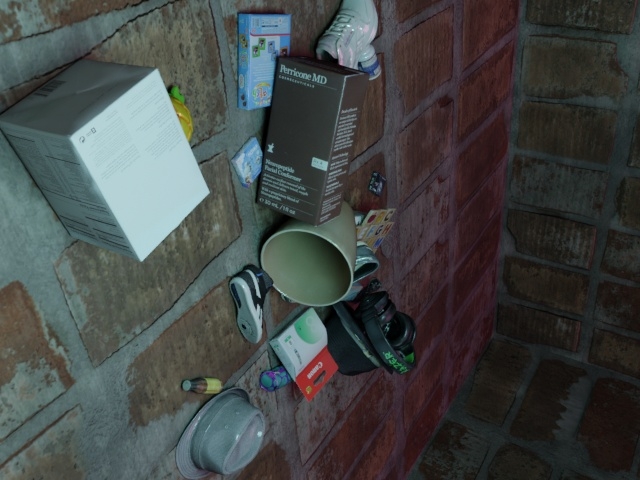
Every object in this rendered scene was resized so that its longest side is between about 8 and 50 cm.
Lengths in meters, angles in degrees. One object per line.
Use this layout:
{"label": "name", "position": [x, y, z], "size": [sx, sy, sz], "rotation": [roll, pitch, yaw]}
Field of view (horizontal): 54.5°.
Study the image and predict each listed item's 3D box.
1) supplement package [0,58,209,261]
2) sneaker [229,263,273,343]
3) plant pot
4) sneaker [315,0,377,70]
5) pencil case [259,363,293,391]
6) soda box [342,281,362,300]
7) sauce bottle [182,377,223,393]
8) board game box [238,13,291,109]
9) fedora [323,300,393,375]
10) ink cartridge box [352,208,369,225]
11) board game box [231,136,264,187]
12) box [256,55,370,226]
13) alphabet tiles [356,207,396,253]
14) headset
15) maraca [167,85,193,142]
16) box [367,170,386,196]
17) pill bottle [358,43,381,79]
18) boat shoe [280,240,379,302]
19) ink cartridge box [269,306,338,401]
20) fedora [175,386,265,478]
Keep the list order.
{"label": "supplement package", "position": [-0.363, -0.141, 1.075], "size": [0.199, 0.198, 0.263], "rotation": [-52, 143, -33]}
{"label": "sneaker", "position": [-0.166, 0.164, 1.666], "size": [0.121, 0.079, 0.217], "rotation": [-41, 135, -41]}
{"label": "plant pot", "position": [0.000, 0.000, 1.740], "size": [0.274, 0.256, 0.257], "rotation": [-63, 153, -51]}
{"label": "sneaker", "position": [0.066, -0.544, 1.678], "size": [0.152, 0.114, 0.305], "rotation": [9, 96, -61]}
{"label": "pencil case", "position": [-0.115, 0.406, 1.882], "size": [0.151, 0.064, 0.070], "rotation": [-15, 141, -57]}
{"label": "soda box", "position": [0.069, 0.156, 2.022], "size": [0.063, 0.058, 0.183], "rotation": [-55, 156, 12]}
{"label": "sauce bottle", "position": [-0.300, 0.369, 1.580], "size": [0.128, 0.042, 0.042], "rotation": [29, 78, -60]}
{"label": "board game box", "position": [-0.132, -0.428, 1.480], "size": [0.160, 0.039, 0.212], "rotation": [-27, 126, -52]}
{"label": "fedora", "position": [0.096, 0.347, 2.071], "size": [0.152, 0.334, 0.334], "rotation": [-37, 146, 4]}
{"label": "ink cartridge box", "position": [0.089, -0.063, 1.963], "size": [0.135, 0.099, 0.056], "rotation": [-9, 113, -56]}
{"label": "board game box", "position": [-0.176, -0.193, 1.538], "size": [0.090, 0.020, 0.090], "rotation": [-56, 145, -28]}
{"label": "box", "position": [-0.023, -0.247, 1.547], "size": [0.143, 0.191, 0.382], "rotation": [-27, 133, -57]}
{"label": "alphabet tiles", "position": [0.119, 0.037, 2.017], "size": [0.285, 0.011, 0.343], "rotation": [-8, 133, -57]}
{"label": "headset", "position": [0.191, 0.273, 2.039], "size": [0.243, 0.185, 0.394], "rotation": [46, 22, -32]}
{"label": "maraca", "position": [-0.301, -0.236, 1.241], "size": [0.186, 0.099, 0.127], "rotation": [-76, 166, -57]}
{"label": "box", "position": [0.197, -0.196, 2.159], "size": [0.083, 0.018, 0.067], "rotation": [28, 79, -60]}
{"label": "pill bottle", "position": [0.134, -0.540, 1.842], "size": [0.067, 0.067, 0.120], "rotation": [-62, 148, -20]}
{"label": "boat shoe", "position": [0.033, 0.108, 1.855], "size": [0.319, 0.099, 0.116], "rotation": [-27, 140, -21]}
{"label": "ink cartridge box", "position": [-0.033, 0.345, 1.892], "size": [0.181, 0.056, 0.225], "rotation": [-40, 99, -45]}
{"label": "fedora", "position": [-0.244, 0.533, 1.668], "size": [0.275, 0.124, 0.244], "rotation": [-41, 136, -43]}
